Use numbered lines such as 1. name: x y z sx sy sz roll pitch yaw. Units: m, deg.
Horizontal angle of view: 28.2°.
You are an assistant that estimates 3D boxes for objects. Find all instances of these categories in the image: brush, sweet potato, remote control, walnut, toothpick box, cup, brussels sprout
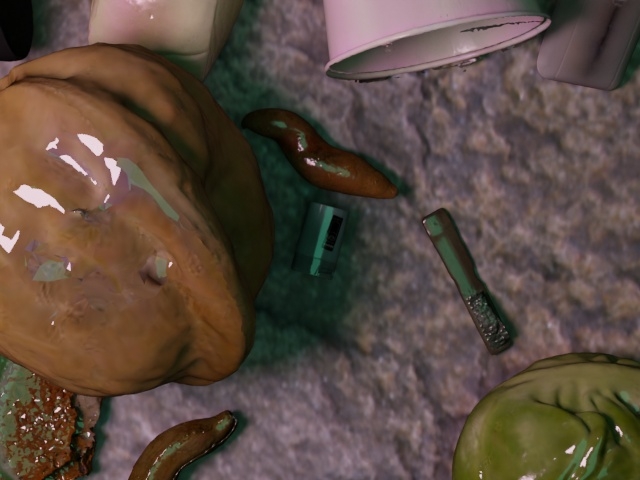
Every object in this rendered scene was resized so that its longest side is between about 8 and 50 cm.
1. brush: 0.179 0.051 1.538 0.034 0.027 0.190 -28 95 -5
2. sweet potato: -0.001 -0.096 1.496 0.202 0.055 0.058 31 54 -5
3. remote control: 0.343 -0.304 1.444 0.109 0.055 0.313 10 129 -6
4. walnut: -0.221 -0.022 1.345 0.383 0.383 0.384 0 94 -6
5. toothpick box: 0.000 0.000 1.503 0.052 0.052 0.083 15 91 -7
6. cup: 0.104 -0.332 1.410 0.253 0.253 0.274 -11 87 -5
7. sweet potato: -0.188 0.288 1.502 0.081 0.062 0.233 34 86 -22
8. brussels sprout: 0.309 0.289 1.464 0.328 0.247 0.328 0 97 -3

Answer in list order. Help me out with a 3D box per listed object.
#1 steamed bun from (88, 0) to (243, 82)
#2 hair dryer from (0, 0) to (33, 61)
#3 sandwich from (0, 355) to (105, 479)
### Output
1. steamed bun: -0.165 -0.295 1.416 0.170 0.152 0.239 15 90 -6
2. hair dryer: -0.462 -0.182 1.442 0.320 0.156 0.284 -15 116 8
3. sandwich: -0.335 0.216 1.469 0.159 0.079 0.235 11 92 -7
